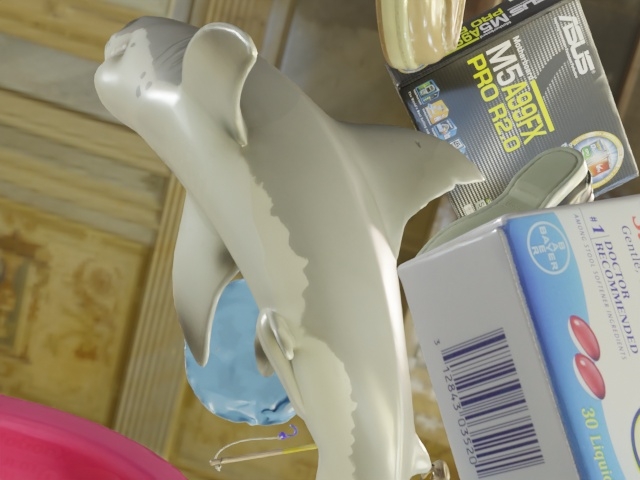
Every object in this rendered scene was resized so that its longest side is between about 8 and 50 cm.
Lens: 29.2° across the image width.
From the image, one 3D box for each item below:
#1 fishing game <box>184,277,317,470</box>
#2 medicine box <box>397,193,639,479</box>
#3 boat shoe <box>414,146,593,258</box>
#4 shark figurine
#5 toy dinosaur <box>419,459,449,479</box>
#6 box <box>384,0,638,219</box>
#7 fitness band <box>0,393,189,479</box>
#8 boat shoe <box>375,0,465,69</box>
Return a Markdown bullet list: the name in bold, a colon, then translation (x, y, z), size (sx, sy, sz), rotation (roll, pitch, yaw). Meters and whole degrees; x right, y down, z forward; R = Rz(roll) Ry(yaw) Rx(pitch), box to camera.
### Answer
- **fishing game**: translation (-0.077, 0.135, 1.502), size (0.189, 0.264, 0.041), rotation (-11, 178, -19)
- **medicine box**: translation (0.247, 0.106, 1.034), size (0.289, 0.263, 0.149), rotation (-9, 168, -35)
- **boat shoe**: translation (0.186, 0.000, 1.241), size (0.228, 0.068, 0.081), rotation (-38, -142, -9)
- **shark figurine**: translation (0.015, 0.017, 0.448), size (0.116, 0.278, 0.166), rotation (-19, 173, -27)
- **toy dinosaur**: translation (0.048, 0.154, 0.646), size (0.053, 0.183, 0.092), rotation (10, -134, -9)
- **box**: translation (0.223, -0.136, 1.402), size (0.216, 0.270, 0.060), rotation (-26, -143, 5)
- **fitness band**: translation (-0.176, 0.117, 0.523), size (0.291, 0.054, 0.209), rotation (17, -165, -17)
- **boat shoe**: translation (0.086, -0.223, 0.619), size (0.089, 0.285, 0.104), rotation (11, -164, 7)
